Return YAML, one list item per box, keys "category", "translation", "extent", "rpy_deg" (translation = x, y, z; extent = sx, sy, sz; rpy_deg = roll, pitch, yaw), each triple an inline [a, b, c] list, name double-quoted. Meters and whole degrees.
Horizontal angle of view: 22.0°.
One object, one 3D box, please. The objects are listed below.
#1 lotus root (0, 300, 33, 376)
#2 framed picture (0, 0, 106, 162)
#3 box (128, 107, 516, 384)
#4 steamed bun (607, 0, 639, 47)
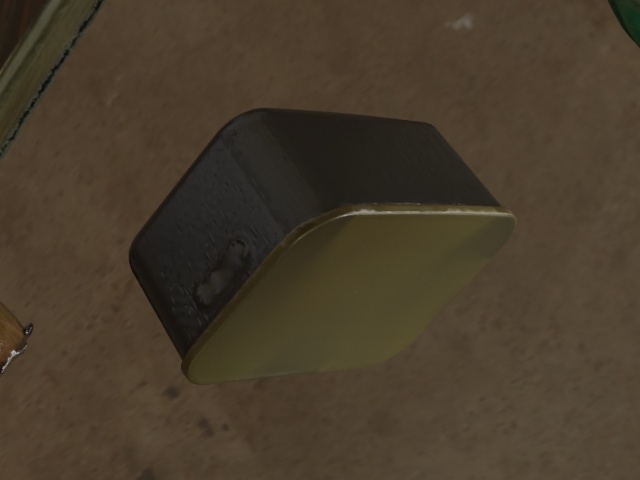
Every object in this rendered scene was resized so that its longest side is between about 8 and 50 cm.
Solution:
- category: "lotus root"
  translation: [-0.477, 0.115, 1.675]
  extent: [0.250, 0.316, 0.316]
  rpy_deg: [48, 64, -4]
- category: "framed picture"
  translation: [-0.071, -0.167, 0.538]
  extent: [0.016, 0.273, 0.216]
  rpy_deg: [18, 39, -30]
- category: "box"
  translation: [0.000, 0.000, 0.942]
  extent: [0.201, 0.144, 0.090]
  rpy_deg: [-1, 50, -49]
- category: "steamed bun"
  translation: [0.141, -0.136, 0.564]
  extent: [0.131, 0.177, 0.228]
  rpy_deg: [-26, 97, 17]
